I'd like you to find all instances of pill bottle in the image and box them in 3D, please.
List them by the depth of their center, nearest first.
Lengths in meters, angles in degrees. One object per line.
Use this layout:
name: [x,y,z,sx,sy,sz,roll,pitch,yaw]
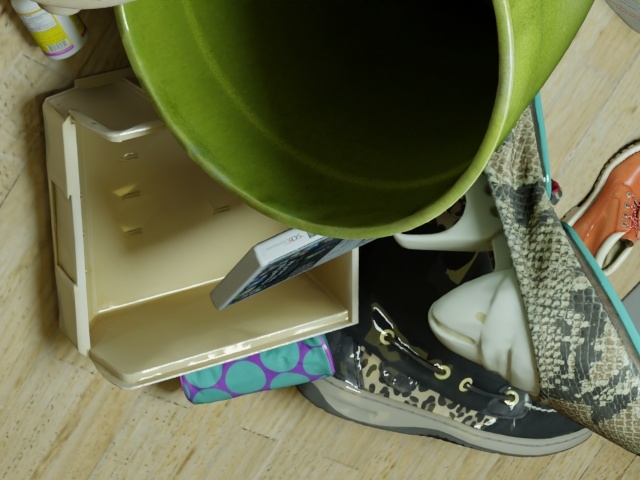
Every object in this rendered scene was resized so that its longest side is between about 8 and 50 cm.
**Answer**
pill bottle: [-0.232,-0.195,1.604,0.043,0.043,0.083,-37,130,-8]

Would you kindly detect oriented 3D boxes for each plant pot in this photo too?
plant pot: [0.080,-0.240,1.562,0.353,0.366,0.366,-37,137,-46]

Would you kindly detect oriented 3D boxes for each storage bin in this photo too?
storage bin: [-0.106,-0.029,1.732,0.260,0.123,0.262,-16,125,-25]

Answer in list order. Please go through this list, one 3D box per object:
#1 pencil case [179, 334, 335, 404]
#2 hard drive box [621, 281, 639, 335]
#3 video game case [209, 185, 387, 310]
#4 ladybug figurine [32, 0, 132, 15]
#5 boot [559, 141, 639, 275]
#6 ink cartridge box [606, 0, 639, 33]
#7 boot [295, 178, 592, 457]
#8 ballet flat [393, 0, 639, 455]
pencil case: [-0.064,0.114,1.847,0.152,0.064,0.070,-14,117,6]
hard drive box: [0.439,0.169,2.121,0.089,0.232,0.181,-46,130,0]
video game case: [0.000,0.000,1.638,0.173,0.190,0.022,-25,84,-19]
ladybug figurine: [-0.139,-0.369,1.267,0.305,0.162,0.449,6,115,-30]
boot: [0.324,-0.031,2.028,0.059,0.084,0.158,36,93,-39]
ink cartridge box: [0.314,-0.265,1.861,0.067,0.115,0.198,-47,132,-1]
boot: [0.175,0.063,1.958,0.377,0.138,0.284,12,110,-28]
ballet flat: [0.158,-0.007,1.733,0.182,0.482,0.164,-14,157,-6]
